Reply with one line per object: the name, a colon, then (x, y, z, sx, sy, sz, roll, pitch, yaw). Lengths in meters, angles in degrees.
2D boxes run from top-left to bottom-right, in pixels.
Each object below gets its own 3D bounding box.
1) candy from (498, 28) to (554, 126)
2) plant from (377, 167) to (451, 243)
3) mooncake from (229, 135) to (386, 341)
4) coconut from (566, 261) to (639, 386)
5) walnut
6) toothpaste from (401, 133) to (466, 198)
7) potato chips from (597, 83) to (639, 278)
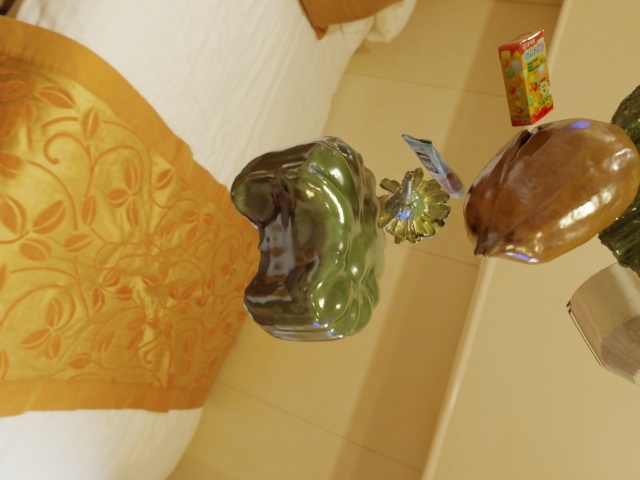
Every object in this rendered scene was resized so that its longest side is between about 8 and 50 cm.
candy: (0.302, -0.235, 0.634, 0.062, 0.038, 0.121, -34, 117, -24)
plant: (0.319, -0.112, 1.525, 0.306, 0.261, 0.297, -31, -171, -8)
mooncake: (0.000, 0.000, 0.762, 0.351, 0.188, 0.350, -7, 90, -67)
coconut: (0.787, 0.180, 1.061, 0.323, 0.324, 0.322, 17, 90, -70)
walnut: (0.346, -0.069, 0.678, 0.337, 0.209, 0.208, -34, 143, -24)
toothpaste: (0.202, -0.125, 0.743, 0.205, 0.056, 0.036, 28, 88, -51)
potato chips: (0.644, -0.127, 0.702, 0.070, 0.358, 0.429, 1, 136, -53)
